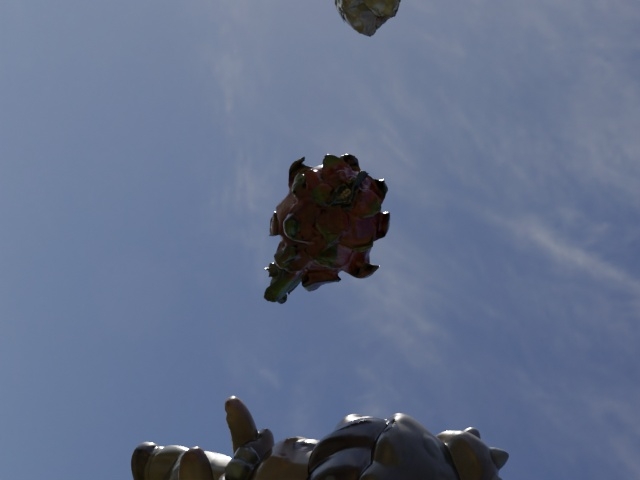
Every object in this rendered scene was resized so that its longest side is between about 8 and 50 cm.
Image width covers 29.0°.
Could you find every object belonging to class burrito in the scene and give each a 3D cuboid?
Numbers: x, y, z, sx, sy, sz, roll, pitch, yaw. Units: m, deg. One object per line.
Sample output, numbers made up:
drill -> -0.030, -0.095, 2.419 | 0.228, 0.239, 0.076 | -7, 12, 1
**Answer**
burrito -> 0.043, -0.189, 0.758 | 0.055, 0.041, 0.149 | 112, -4, -60

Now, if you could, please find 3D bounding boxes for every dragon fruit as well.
dragon fruit -> 0.004, -0.001, 1.488 | 0.135, 0.137, 0.235 | -81, -172, -55

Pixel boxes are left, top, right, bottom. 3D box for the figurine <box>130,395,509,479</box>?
figurine -> -0.022, 0.266, 1.182 | 0.381, 0.248, 0.203 | 0, -62, 24
